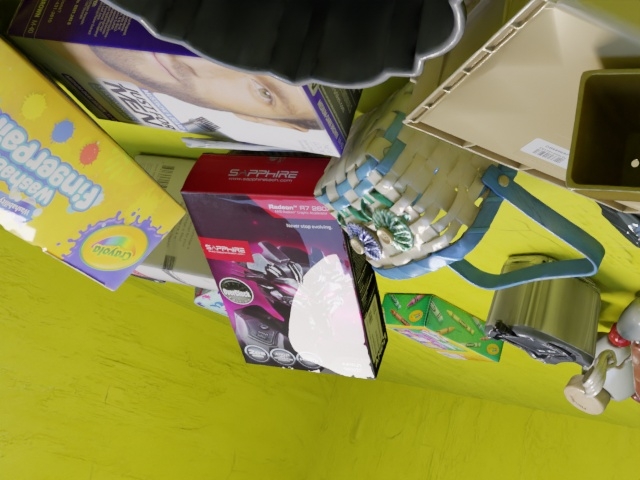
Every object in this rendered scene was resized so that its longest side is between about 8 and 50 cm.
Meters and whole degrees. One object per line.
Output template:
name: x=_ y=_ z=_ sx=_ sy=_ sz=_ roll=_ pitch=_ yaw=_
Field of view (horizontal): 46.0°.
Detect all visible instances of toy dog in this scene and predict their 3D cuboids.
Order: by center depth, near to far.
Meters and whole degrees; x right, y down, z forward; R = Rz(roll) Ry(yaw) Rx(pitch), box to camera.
toy dog: x=0.574 y=0.228 z=1.370 sx=0.161 sy=0.220 sz=0.334 roll=30 pitch=173 yaw=14

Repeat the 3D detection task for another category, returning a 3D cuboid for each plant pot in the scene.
plant pot: x=0.220 y=-0.062 z=0.504 sx=0.081 sy=0.081 sz=0.083 roll=7 pitch=173 yaw=34

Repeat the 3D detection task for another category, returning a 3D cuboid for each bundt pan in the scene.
bundt pan: x=-0.042 y=-0.244 z=0.524 sx=0.330 sy=0.124 sz=0.331 roll=16 pitch=164 yaw=5

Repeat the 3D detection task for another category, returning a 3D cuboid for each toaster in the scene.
toaster: x=0.377 y=0.118 z=1.286 sx=0.227 sy=0.146 sz=0.129 roll=25 pitch=162 yaw=-28

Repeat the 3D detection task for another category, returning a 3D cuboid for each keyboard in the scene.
keyboard: x=-0.045 y=-0.120 z=0.960 sx=0.256 sy=0.014 sz=0.072 roll=-2 pitch=-174 yaw=-34

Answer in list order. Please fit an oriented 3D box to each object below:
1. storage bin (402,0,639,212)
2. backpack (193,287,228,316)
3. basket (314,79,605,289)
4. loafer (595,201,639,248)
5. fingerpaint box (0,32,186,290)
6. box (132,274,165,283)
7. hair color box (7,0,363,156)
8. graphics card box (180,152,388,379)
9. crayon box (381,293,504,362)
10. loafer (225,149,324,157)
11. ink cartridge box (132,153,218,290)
storage bin: x=0.234 y=-0.135 z=0.606 sx=0.262 sy=0.123 sz=0.260 roll=20 pitch=165 yaw=-11
backpack: x=-0.132 y=0.056 z=1.544 sx=0.225 sy=0.191 sz=0.253 roll=-24 pitch=149 yaw=35
basket: x=0.152 y=-0.036 z=0.886 sx=0.289 sy=0.201 sz=0.255 roll=31 pitch=161 yaw=-11
loafer: x=0.337 y=-0.072 z=0.837 sx=0.267 sy=0.084 sz=0.096 roll=35 pitch=-171 yaw=-38
fingerpaint box: x=-0.412 y=-0.162 z=0.913 sx=0.371 sy=0.163 sz=0.445 roll=39 pitch=174 yaw=24
box: x=-0.385 y=-0.049 z=1.472 sx=0.103 sy=0.184 sz=0.261 roll=7 pitch=161 yaw=33
hair color box: x=-0.141 y=-0.198 z=0.828 sx=0.338 sy=0.110 sz=0.185 roll=10 pitch=163 yaw=21
graphics card box: x=-0.040 y=0.046 z=1.119 sx=0.232 sy=0.094 sz=0.371 roll=4 pitch=134 yaw=19
crayon box: x=0.296 y=0.214 z=1.838 sx=0.278 sy=0.081 sz=0.165 roll=28 pitch=161 yaw=-33
loafer: x=-0.091 y=-0.119 z=1.124 sx=0.251 sy=0.087 sz=0.094 roll=-10 pitch=124 yaw=39
ink cartridge box: x=-0.219 y=-0.026 z=1.318 sx=0.283 sy=0.207 sz=0.117 roll=9 pitch=164 yaw=29
